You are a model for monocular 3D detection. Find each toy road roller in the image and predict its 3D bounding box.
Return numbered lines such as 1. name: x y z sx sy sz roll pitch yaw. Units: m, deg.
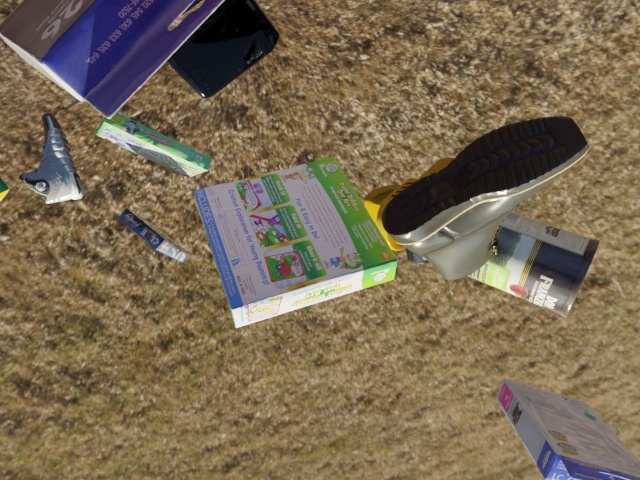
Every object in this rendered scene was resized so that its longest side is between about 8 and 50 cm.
1. toy road roller: 0.285 -0.103 1.577 0.329 0.240 0.202 -39 128 -31

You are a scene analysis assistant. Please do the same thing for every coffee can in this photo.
1. coffee can: 0.520 0.045 1.320 0.275 0.201 0.201 24 114 26

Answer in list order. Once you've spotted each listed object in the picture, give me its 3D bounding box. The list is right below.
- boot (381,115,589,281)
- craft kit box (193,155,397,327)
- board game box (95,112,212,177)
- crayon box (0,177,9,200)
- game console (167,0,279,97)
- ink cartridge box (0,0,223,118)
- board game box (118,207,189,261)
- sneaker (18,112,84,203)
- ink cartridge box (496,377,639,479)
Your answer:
1. boot: 0.180 -0.033 0.539 0.198 0.077 0.137 -25 138 26
2. craft kit box: -0.047 -0.012 0.808 0.247 0.250 0.061 -17 141 -11
3. board game box: -0.513 -0.288 1.607 0.317 0.213 0.046 25 78 -27
4. crayon box: -0.795 -0.051 1.101 0.278 0.165 0.081 -27 103 38
5. game console: -0.256 -0.448 0.977 0.213 0.044 0.361 -33 134 15
6. ink cartridge box: -0.214 -0.304 0.598 0.303 0.307 0.072 -50 136 -8
7. board game box: -0.536 -0.012 1.707 0.165 0.243 0.042 37 83 11
8. sneaker: -0.693 -0.199 1.307 0.132 0.086 0.228 -19 90 -12
9. ink cartridge box: 0.458 0.368 0.947 0.186 0.311 0.065 17 100 -3
